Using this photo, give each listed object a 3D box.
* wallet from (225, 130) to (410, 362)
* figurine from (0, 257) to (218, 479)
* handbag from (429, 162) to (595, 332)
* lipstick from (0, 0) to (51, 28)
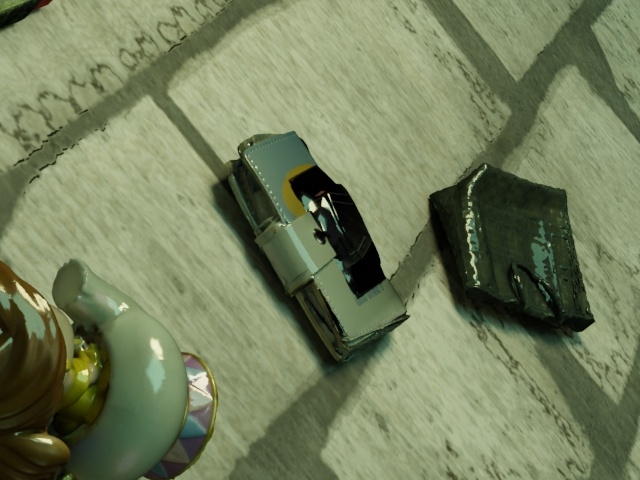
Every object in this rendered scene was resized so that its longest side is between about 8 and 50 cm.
[{"bbox_3d":[0.000,0.000,1.692,0.231,0.069,0.170,58,24,6],"label":"wallet"},{"bbox_3d":[-0.199,0.100,1.212,0.263,0.142,0.189,21,65,-44],"label":"figurine"},{"bbox_3d":[0.228,0.015,2.009,0.270,0.088,0.175,15,54,-49],"label":"handbag"},{"bbox_3d":[-0.305,-0.192,1.468,0.051,0.051,0.312,53,26,-4],"label":"lipstick"}]
